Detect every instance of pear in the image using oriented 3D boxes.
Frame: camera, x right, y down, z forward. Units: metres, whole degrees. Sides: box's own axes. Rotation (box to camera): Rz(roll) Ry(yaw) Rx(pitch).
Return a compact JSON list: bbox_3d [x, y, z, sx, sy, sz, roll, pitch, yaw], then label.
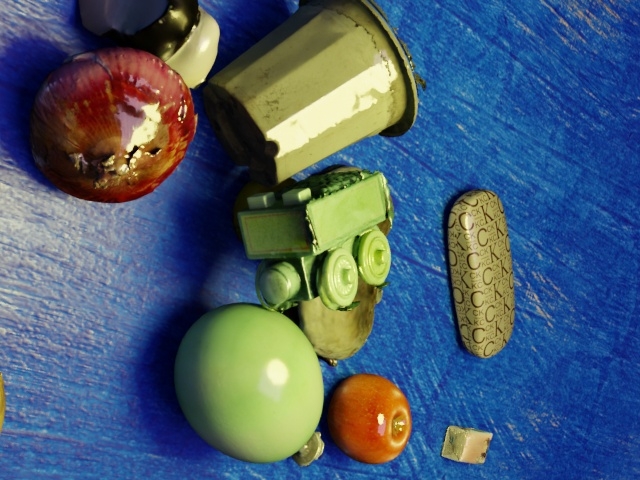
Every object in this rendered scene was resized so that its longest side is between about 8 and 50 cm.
[{"bbox_3d":[-0.084,-0.048,1.706,0.107,0.107,0.131,14,106,-47],"label":"pear"}]

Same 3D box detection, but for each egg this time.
[{"bbox_3d":[-0.107,0.220,1.648,0.220,0.220,0.270,-49,134,-28],"label":"egg"}]

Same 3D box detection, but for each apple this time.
[{"bbox_3d":[0.091,0.322,1.937,0.163,0.139,0.163,-10,105,-42],"label":"apple"}]

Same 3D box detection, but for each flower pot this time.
[{"bbox_3d":[-0.028,-0.226,1.635,0.259,0.290,0.290,-35,123,-19],"label":"flower pot"}]

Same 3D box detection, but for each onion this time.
[{"bbox_3d":[-0.267,-0.138,1.408,0.230,0.163,0.230,-10,124,-15],"label":"onion"}]

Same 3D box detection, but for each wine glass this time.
[{"bbox_3d":[-0.067,0.332,1.827,0.155,0.072,0.072,34,73,-45],"label":"wine glass"}]

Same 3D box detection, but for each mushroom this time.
[{"bbox_3d":[0.045,0.044,1.840,0.247,0.130,0.344,22,83,-42],"label":"mushroom"}]

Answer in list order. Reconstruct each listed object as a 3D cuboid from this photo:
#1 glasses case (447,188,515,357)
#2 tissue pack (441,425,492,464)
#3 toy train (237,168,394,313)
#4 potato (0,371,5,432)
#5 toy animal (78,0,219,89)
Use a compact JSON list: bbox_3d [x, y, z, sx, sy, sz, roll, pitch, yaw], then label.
[{"bbox_3d":[0.327,0.068,2.170,0.137,0.085,0.355,-28,118,-39],"label":"glasses case"},{"bbox_3d":[0.304,0.425,2.240,0.094,0.058,0.074,15,89,-46],"label":"tissue pack"},{"bbox_3d":[0.000,0.000,1.611,0.271,0.159,0.188,-28,109,-53],"label":"toy train"},{"bbox_3d":[-0.446,0.189,1.349,0.098,0.138,0.243,0,101,-51],"label":"potato"},{"bbox_3d":[-0.223,-0.296,1.484,0.138,0.166,0.179,-53,145,-6],"label":"toy animal"}]
